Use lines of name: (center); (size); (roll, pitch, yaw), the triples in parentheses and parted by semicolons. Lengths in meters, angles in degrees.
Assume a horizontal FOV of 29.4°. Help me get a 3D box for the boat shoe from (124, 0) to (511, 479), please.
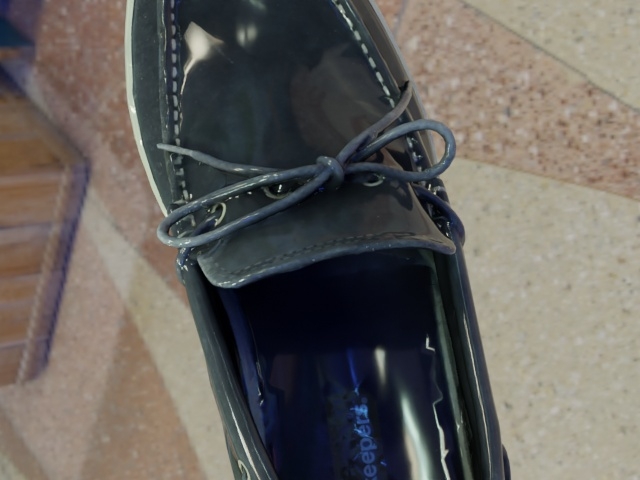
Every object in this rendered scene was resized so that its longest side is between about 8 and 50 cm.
boat shoe: (0.000, 0.000, 0.706); (0.156, 0.187, 0.500); (111, 147, -72)
